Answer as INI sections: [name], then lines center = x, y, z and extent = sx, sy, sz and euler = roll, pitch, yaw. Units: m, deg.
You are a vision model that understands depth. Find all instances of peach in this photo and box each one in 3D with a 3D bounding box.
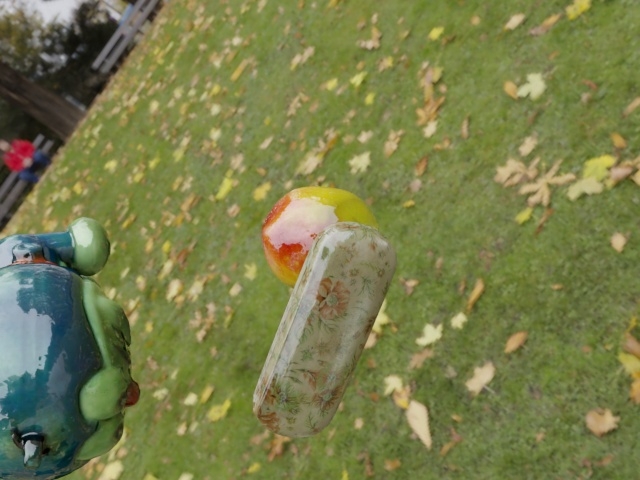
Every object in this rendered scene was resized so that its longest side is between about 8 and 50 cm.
[peach]
center = 0.000, 0.000, 1.553
extent = 0.231, 0.231, 0.231
euler = -49, 16, 20

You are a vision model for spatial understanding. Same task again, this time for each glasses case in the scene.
[glasses case]
center = 0.005, 0.167, 1.407
extent = 0.098, 0.156, 0.425
euler = -120, 48, -65

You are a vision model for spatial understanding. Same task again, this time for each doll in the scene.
[doll]
center = -0.279, 0.105, 0.757
extent = 0.322, 0.186, 0.198
euler = -131, 45, -59
